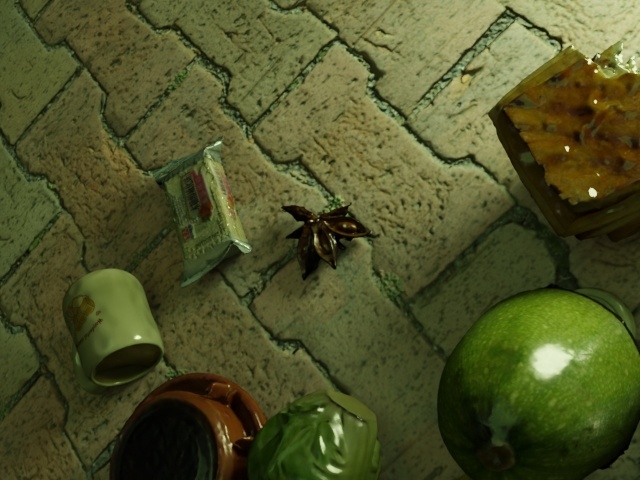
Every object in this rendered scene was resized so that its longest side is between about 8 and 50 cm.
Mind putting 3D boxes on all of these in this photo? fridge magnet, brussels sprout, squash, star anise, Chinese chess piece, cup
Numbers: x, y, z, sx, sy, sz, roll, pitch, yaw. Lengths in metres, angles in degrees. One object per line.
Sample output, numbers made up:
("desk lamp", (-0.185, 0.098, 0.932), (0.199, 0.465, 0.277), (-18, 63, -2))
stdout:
("fridge magnet", (-0.254, 0.426, 1.639), (0.364, 0.155, 0.363), (-10, 68, 26))
("brussels sprout", (-0.009, 0.377, 1.488), (0.244, 0.244, 0.244), (-10, 69, 27))
("squash", (0.278, 0.227, 1.267), (0.310, 0.309, 0.310), (1, 92, 38))
("star anise", (-0.002, -0.001, 1.703), (0.212, 0.053, 0.157), (2, 74, 29))
("Chinese chess piece", (0.430, 0.146, 1.399), (0.144, 0.058, 0.144), (-10, 69, 28))
("cup", (-0.442, 0.200, 1.853), (0.173, 0.255, 0.202), (-16, 58, -22))

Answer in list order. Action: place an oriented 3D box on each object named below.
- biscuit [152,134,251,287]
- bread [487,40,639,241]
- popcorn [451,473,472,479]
("biscuit", (-0.253, -0.062, 1.856), (0.186, 0.079, 0.309), (-27, 63, 17))
("bread", (0.496, -0.170, 1.395), (0.370, 0.191, 0.314), (-29, 57, 13))
("popcorn", (0.247, 0.471, 1.339), (0.203, 0.200, 0.226), (-30, 91, 48))
